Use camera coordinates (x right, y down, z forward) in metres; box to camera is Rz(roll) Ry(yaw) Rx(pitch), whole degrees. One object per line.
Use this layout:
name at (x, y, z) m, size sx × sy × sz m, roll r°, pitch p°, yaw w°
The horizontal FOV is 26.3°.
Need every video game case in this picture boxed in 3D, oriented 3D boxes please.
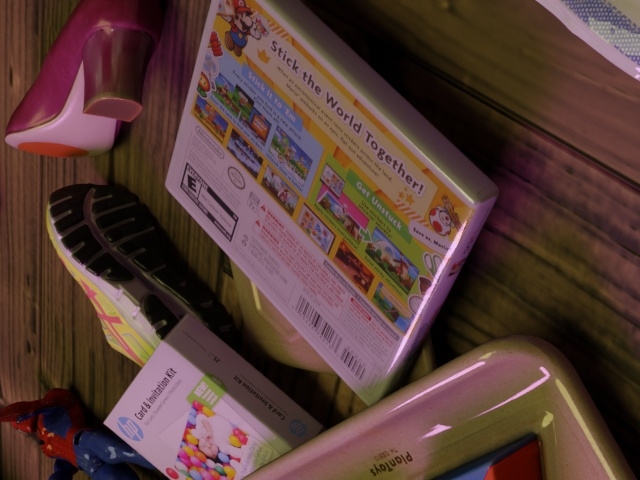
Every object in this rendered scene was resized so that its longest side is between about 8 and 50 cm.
video game case at (-0.005, -0.033, 0.859) m, size 0.227 × 0.026 × 0.206 m, roll 46°, pitch 141°, yaw 22°

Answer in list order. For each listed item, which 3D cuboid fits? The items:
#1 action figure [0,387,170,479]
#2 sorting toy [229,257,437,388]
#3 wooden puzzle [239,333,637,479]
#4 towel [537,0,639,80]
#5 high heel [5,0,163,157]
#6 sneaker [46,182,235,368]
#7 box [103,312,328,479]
action figure at (-0.226, 0.206, 1.227) m, size 0.280 × 0.139 × 0.091 m, roll 17°, pitch 120°, yaw 48°
sorting toy at (0.000, 0.000, 0.929) m, size 0.193 × 0.038 × 0.208 m, roll 6°, pitch 117°, yaw 49°
wooden puzzle at (0.103, 0.264, 0.856) m, size 0.322 × 0.080 × 0.348 m, roll -36°, pitch 84°, yaw 46°
towel at (0.143, -0.233, 0.635) m, size 0.209 × 0.034 × 0.285 m, roll 45°, pitch 137°, yaw 25°
high heel at (-0.189, -0.137, 1.071) m, size 0.244 × 0.082 × 0.117 m, roll 158°, pitch 118°, yaw -65°
sneaker at (-0.158, 0.044, 1.101) m, size 0.208 × 0.081 × 0.094 m, roll 51°, pitch 142°, yaw 19°
box at (-0.062, 0.156, 1.026) m, size 0.186 × 0.038 × 0.145 m, roll 41°, pitch 139°, yaw 1°
